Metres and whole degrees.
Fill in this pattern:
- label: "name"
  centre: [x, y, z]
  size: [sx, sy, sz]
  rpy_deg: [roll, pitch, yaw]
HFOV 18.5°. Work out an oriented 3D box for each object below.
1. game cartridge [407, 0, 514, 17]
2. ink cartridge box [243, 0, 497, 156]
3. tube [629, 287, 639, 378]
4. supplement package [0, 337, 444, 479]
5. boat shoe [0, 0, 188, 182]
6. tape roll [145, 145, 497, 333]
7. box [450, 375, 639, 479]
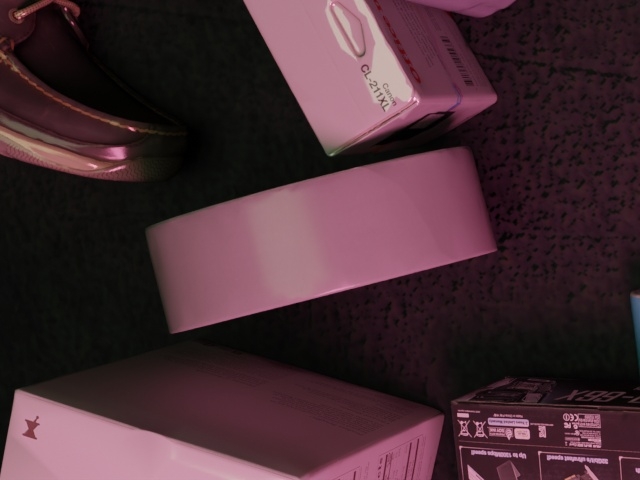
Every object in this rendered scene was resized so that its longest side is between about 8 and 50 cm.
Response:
- label: "game cartridge"
  centre: [0.164, -0.243, 1.194]
  size: [0.297, 0.198, 0.062]
  rpy_deg: [-38, 81, 21]
- label: "ink cartridge box"
  centre: [0.033, -0.127, 1.267]
  size: [0.072, 0.175, 0.127]
  rpy_deg: [-31, 83, 21]
- label: "tube"
  centre: [0.244, 0.130, 1.279]
  size: [0.080, 0.052, 0.207]
  rpy_deg: [-7, 97, 35]
- label: "supplement package"
  centre: [-0.069, 0.197, 1.287]
  size: [0.199, 0.262, 0.198]
  rpy_deg: [15, 100, 20]
- label: "boat shoe"
  centre: [-0.243, -0.155, 1.399]
  size: [0.355, 0.132, 0.130]
  rpy_deg: [28, 104, 16]
- label: "tape roll"
  centre: [0.000, 0.000, 1.267]
  size: [0.219, 0.219, 0.072]
  rpy_deg: [-15, 89, 22]
- label: "box"
  centre: [0.237, 0.213, 1.219]
  size: [0.307, 0.076, 0.242]
  rpy_deg: [-2, 99, 37]
